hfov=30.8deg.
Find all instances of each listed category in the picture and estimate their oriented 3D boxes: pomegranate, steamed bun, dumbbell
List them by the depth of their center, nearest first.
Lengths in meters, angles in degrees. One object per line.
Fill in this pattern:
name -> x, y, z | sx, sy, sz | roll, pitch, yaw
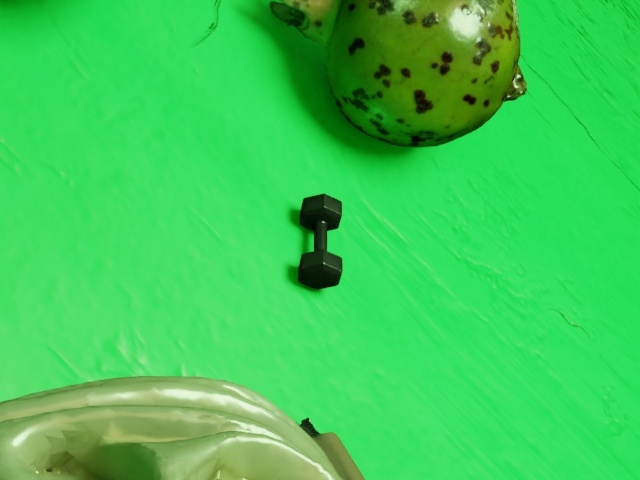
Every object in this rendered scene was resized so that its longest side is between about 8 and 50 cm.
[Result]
steamed bun -> -0.047, 0.213, 0.597 | 0.324, 0.219, 0.309 | 10, 60, -66
dumbbell -> 0.000, 0.000, 0.985 | 0.036, 0.040, 0.083 | 55, 28, -49
pomegranate -> 0.073, -0.193, 1.095 | 0.246, 0.198, 0.198 | 23, 32, 30

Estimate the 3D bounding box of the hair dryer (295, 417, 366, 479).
hair dryer -> 0.030, 0.196, 0.842 | 0.064, 0.117, 0.181 | -5, 46, -41
